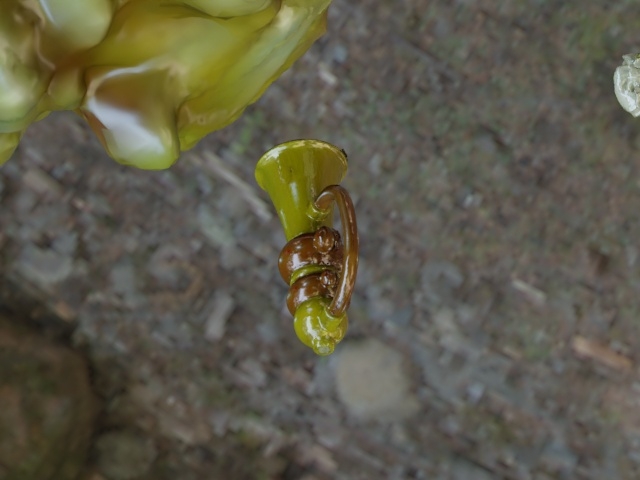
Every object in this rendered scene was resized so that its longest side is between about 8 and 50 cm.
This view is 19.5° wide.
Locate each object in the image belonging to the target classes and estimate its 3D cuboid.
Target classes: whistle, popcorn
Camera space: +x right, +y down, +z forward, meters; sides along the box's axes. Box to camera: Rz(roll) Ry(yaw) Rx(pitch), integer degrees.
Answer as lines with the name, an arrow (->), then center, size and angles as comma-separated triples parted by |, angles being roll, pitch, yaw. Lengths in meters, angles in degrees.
whistle -> 0.004, 0.000, 0.873 | 0.057, 0.109, 0.046 | -35, 135, 24
popcorn -> -0.103, -0.193, 0.733 | 0.326, 0.290, 0.321 | -31, 120, 7

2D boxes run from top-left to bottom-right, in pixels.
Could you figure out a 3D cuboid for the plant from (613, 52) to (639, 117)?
plant -> 0.317, -0.160, 1.637 | 0.104, 0.116, 0.122 | 34, 161, 24
